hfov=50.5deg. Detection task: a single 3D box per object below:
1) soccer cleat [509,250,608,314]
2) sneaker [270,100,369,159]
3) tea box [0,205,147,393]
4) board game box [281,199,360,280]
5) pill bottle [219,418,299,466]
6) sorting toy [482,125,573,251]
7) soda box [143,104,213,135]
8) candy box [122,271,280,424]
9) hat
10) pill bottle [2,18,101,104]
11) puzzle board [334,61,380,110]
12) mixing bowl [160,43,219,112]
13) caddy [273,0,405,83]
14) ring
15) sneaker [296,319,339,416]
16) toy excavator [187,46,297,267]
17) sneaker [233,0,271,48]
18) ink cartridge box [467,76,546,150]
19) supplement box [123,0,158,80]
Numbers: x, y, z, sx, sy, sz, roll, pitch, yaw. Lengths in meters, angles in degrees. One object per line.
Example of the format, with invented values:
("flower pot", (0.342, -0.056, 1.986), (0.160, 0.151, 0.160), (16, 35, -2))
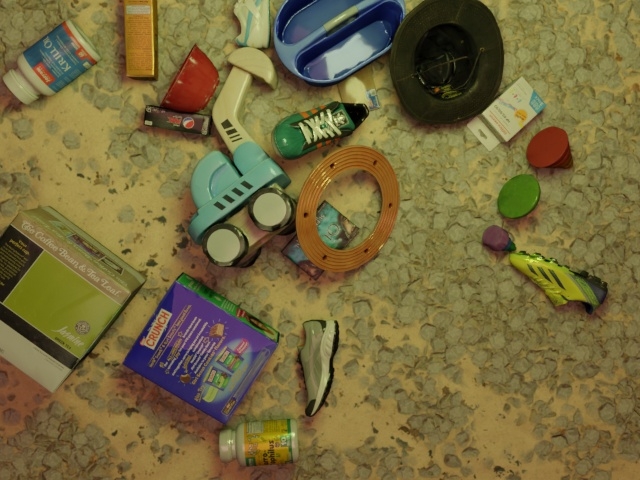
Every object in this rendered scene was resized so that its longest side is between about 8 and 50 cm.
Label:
("soccer cleat", (0.642, 0.117, 1.854), (0.289, 0.093, 0.121), (22, 101, -5))
("sneaker", (0.004, -0.286, 1.672), (0.121, 0.302, 0.108), (-17, 102, 44))
("tea box", (-0.680, 0.138, 1.715), (0.329, 0.220, 0.323), (39, 93, -7))
("board game box", (0.000, 0.000, 1.836), (0.126, 0.026, 0.186), (40, 93, -6))
("pill bottle", (-0.165, 0.549, 1.839), (0.209, 0.117, 0.117), (-3, 96, -3))
("sorting toy", (0.579, -0.120, 1.837), (0.126, 0.127, 0.365), (25, 98, -35))
("soda box", (-0.368, -0.312, 1.764), (0.169, 0.060, 0.053), (10, 101, -4))
("candy box", (-0.311, 0.283, 1.801), (0.317, 0.122, 0.268), (33, 94, -7))
("hat", (0.310, -0.470, 1.745), (0.332, 0.134, 0.331), (-5, 118, -10))
("pill bottle", (-0.675, -0.441, 1.702), (0.222, 0.124, 0.124), (-37, 97, 1))
("puzzle board", (0.098, -0.402, 1.807), (0.097, 0.011, 0.128), (-16, 97, -2))
("mixing bowl", (-0.317, -0.392, 1.710), (0.098, 0.181, 0.181), (28, 94, -19))
("caddy", (0.045, -0.536, 1.700), (0.341, 0.179, 0.241), (-33, 94, 0))
("ring", (0.070, -0.081, 1.752), (0.337, 0.032, 0.336), (-14, 115, -32))
("sneaker", (-0.016, 0.343, 1.845), (0.108, 0.100, 0.271), (8, 92, 10))
("toy excavator", (-0.207, -0.206, 1.725), (0.433, 0.222, 0.445), (-38, 85, 4))
("sneaker", (-0.175, -0.608, 1.733), (0.092, 0.087, 0.228), (-1, 94, -1))
("ink cartridge box", (0.494, -0.334, 1.811), (0.181, 0.061, 0.104), (-43, 96, 2))
("supplement box", (-0.456, -0.529, 1.729), (0.080, 0.078, 0.233), (-2, 96, -3))
